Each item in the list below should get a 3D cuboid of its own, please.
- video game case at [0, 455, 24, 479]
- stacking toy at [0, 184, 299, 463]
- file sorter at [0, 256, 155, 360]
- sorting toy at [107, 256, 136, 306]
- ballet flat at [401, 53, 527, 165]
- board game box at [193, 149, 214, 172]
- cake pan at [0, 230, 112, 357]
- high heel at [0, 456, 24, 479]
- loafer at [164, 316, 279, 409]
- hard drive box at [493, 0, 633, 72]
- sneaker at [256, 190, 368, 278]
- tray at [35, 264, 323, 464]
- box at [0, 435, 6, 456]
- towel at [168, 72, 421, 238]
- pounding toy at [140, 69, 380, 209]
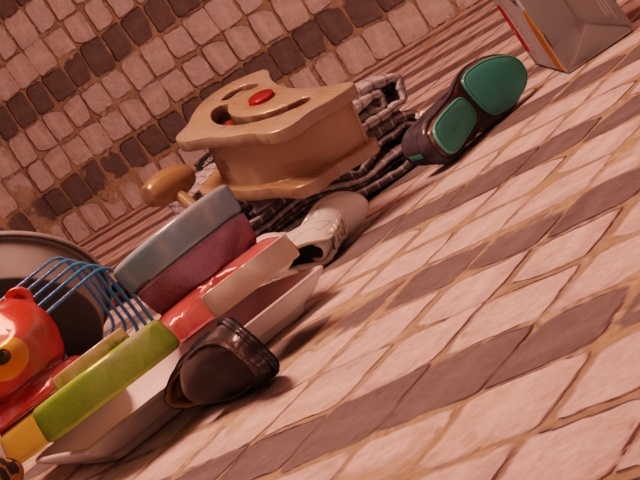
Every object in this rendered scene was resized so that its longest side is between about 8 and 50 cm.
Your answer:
[{"bbox_3d":[-0.396,0.280,1.566,0.232,0.042,0.210,-37,9,-22],"label":"video game case"},{"bbox_3d":[-0.171,0.047,1.440,0.309,0.130,0.279,-38,1,-15],"label":"stacking toy"},{"bbox_3d":[-0.247,0.088,1.721,0.104,0.118,0.170,-42,19,-17],"label":"file sorter"},{"bbox_3d":[-0.260,0.042,2.485,0.274,0.046,0.132,-26,11,49],"label":"sorting toy"},{"bbox_3d":[0.148,-0.137,1.805,0.074,0.074,0.203,-26,13,45],"label":"ballet flat"},{"bbox_3d":[-0.064,-0.100,2.150,0.126,0.026,0.186,-42,-32,10],"label":"board game box"},{"bbox_3d":[-0.373,0.106,1.913,0.293,0.054,0.293,-14,-38,-11],"label":"cake pan"},{"bbox_3d":[-0.234,0.210,1.231,0.186,0.093,0.261,-17,12,26],"label":"high heel"},{"bbox_3d":[-0.077,0.102,1.300,0.061,0.062,0.170,-45,1,-19],"label":"loafer"},{"bbox_3d":[0.248,-0.289,1.915,0.089,0.181,0.232,-34,7,4],"label":"hard drive box"},{"bbox_3d":[0.000,0.000,1.667,0.152,0.054,0.061,-34,30,-33],"label":"sneaker"},{"bbox_3d":[-0.116,0.115,1.464,0.270,0.030,0.145,-38,9,-28],"label":"tray"},{"bbox_3d":[-0.374,0.156,1.758,0.091,0.170,0.130,-33,8,13],"label":"box"},{"bbox_3d":[-0.026,-0.073,1.965,0.283,0.121,0.235,-34,9,-12],"label":"towel"},{"bbox_3d":[-0.050,-0.082,1.776,0.269,0.155,0.154,-2,31,42],"label":"pounding toy"}]
